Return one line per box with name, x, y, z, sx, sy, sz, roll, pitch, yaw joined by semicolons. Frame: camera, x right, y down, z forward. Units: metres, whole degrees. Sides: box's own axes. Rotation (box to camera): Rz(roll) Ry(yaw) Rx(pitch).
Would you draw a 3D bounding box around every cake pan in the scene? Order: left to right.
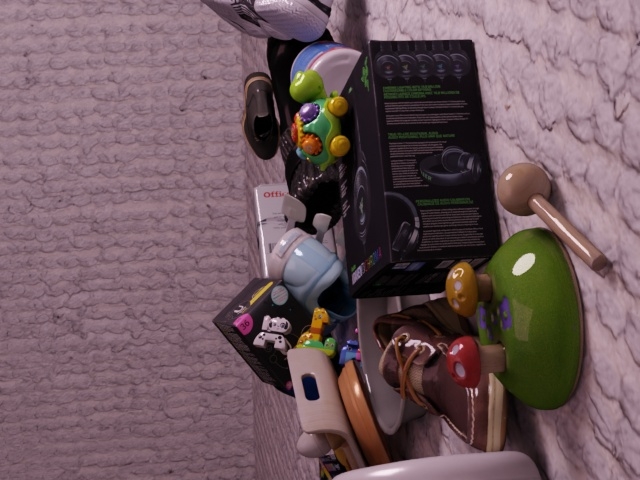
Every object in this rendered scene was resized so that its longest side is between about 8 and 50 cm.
cake pan;0.111;0.141;1.597;0.293;0.054;0.293;176;90;-80

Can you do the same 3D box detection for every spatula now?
spatula;0.000;0.000;1.944;0.242;0.168;0.019;103;-168;-68

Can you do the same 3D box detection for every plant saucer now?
plant saucer;0.072;0.291;1.722;0.200;0.037;0.200;-22;-90;-88

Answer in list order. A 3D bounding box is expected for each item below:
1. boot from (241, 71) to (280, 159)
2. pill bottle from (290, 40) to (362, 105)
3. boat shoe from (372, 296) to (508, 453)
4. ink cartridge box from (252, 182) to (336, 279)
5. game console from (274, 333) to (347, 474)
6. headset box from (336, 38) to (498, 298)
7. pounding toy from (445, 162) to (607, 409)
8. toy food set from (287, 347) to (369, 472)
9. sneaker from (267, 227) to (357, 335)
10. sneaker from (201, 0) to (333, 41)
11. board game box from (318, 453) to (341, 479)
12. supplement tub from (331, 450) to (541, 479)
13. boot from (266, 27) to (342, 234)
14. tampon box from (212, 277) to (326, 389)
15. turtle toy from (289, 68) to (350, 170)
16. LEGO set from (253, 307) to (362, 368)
boot;-0.115;-0.207;2.076;0.137;0.076;0.198;-101;0;-47
pill bottle;0.017;-0.265;1.766;0.221;0.124;0.124;-127;34;-70
boat shoe;0.130;0.155;1.266;0.342;0.123;0.123;-114;23;-71
ink cartridge box;-0.053;-0.007;2.177;0.087;0.153;0.209;105;159;-64
game console;-0.036;0.300;2.138;0.293;0.173;0.250;-111;20;-60
headset box;0.106;-0.089;1.318;0.246;0.131;0.283;128;138;-75
pounding toy;0.176;0.060;1.049;0.183;0.110;0.237;-107;16;-51
toy food set;0.026;0.349;1.741;0.220;0.092;0.306;-108;-3;-61
sneaker;0.003;0.120;1.993;0.150;0.135;0.366;37;167;24
sneaker;-0.069;-0.465;1.845;0.365;0.137;0.210;23;81;53
board game box;0.035;0.528;2.180;0.170;0.048;0.141;-153;61;-78
supplement tub;0.132;0.385;1.082;0.228;0.228;0.316;117;148;-71
boot;-0.020;-0.205;1.957;0.348;0.131;0.260;82;-177;-48
tampon box;-0.087;0.165;1.910;0.161;0.120;0.101;53;156;-21
turtle toy;-0.004;-0.152;1.353;0.095;0.066;0.130;153;114;-78
LEGO set;0.011;0.159;1.839;0.087;0.227;0.093;59;-140;-67
